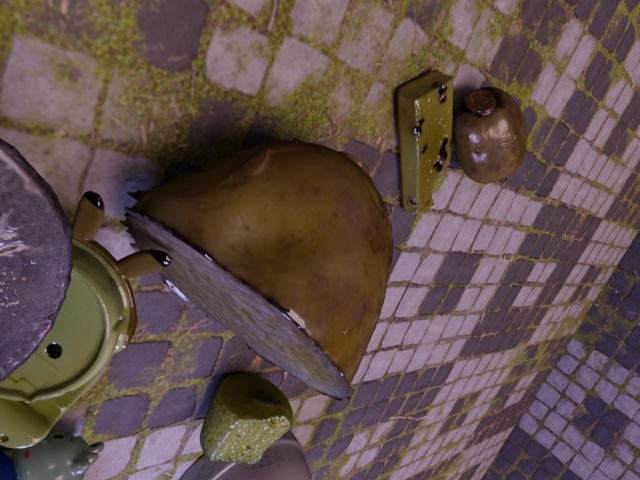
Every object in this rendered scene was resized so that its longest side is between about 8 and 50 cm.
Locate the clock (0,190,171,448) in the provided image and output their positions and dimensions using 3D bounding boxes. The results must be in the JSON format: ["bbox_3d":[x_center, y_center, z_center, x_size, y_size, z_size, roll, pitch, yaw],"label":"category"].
[{"bbox_3d":[-0.252,0.061,0.443,0.232,0.069,0.170,-44,107,1],"label":"clock"}]

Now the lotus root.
[{"bbox_3d":[0.290,-0.165,0.825,0.125,0.118,0.221,-36,137,7],"label":"lotus root"}]

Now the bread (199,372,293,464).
[{"bbox_3d":[-0.119,0.275,0.761,0.129,0.111,0.114,25,105,-31],"label":"bread"}]

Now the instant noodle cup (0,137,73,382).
[{"bbox_3d":[-0.294,-0.022,0.301,0.217,0.207,0.218,-23,131,-29],"label":"instant noodle cup"}]

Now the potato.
[{"bbox_3d":[-0.030,-0.007,0.557,0.237,0.300,0.289,-53,170,-23],"label":"potato"}]

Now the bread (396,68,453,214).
[{"bbox_3d":[0.166,-0.145,0.769,0.088,0.049,0.226,-34,138,-20],"label":"bread"}]

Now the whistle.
[{"bbox_3d":[-0.367,0.276,0.538,0.244,0.110,0.092,-12,94,-37],"label":"whistle"}]

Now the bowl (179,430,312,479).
[{"bbox_3d":[-0.125,0.495,0.890,0.287,0.143,0.287,-25,134,-30],"label":"bowl"}]
